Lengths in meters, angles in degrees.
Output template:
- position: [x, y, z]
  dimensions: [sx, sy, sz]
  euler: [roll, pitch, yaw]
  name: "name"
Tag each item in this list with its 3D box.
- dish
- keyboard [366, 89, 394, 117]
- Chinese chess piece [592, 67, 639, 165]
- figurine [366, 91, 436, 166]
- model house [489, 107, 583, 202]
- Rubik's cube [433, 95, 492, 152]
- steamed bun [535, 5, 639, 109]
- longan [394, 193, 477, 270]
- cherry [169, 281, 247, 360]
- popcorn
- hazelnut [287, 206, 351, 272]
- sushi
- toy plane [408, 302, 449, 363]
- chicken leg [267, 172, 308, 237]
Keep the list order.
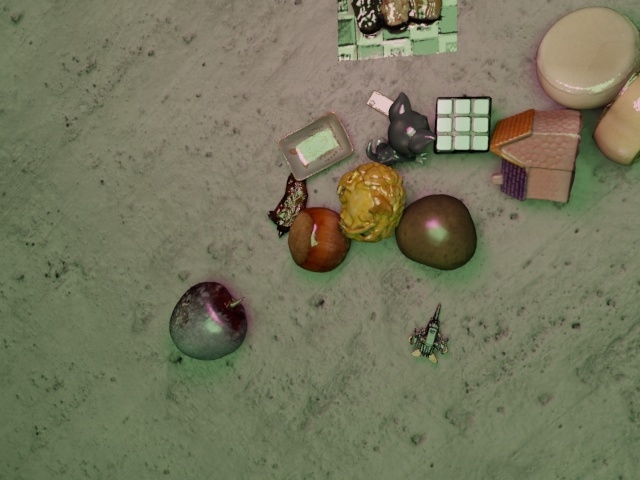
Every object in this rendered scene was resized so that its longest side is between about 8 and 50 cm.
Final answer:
- position: [-0.010, -0.299, 1.899]
  dimensions: [0.212, 0.077, 0.151]
  euler: [-27, 93, 12]
  name: "dish"
- position: [0.225, -0.408, 1.874]
  dimensions: [0.165, 0.017, 0.055]
  euler: [32, 97, 5]
  name: "keyboard"
- position: [0.889, -0.358, 1.597]
  dimensions: [0.338, 0.338, 0.140]
  euler: [-47, 68, 12]
  name: "Chinese chess piece"
- position: [0.222, -0.304, 1.802]
  dimensions: [0.265, 0.140, 0.193]
  euler: [-30, 68, 28]
  name: "figurine"
- position: [0.617, -0.255, 1.730]
  dimensions: [0.237, 0.202, 0.237]
  euler: [6, 130, 18]
  name: "model house"
- position: [0.418, -0.339, 1.772]
  dimensions: [0.163, 0.160, 0.162]
  euler: [0, 97, 10]
  name: "Rubik's cube"
- position: [0.754, -0.497, 1.673]
  dimensions: [0.282, 0.177, 0.283]
  euler: [-7, 75, 25]
  name: "steamed bun"
- position: [0.345, -0.022, 1.803]
  dimensions: [0.246, 0.215, 0.246]
  euler: [5, 98, 41]
  name: "longan"
- position: [-0.365, 0.267, 1.963]
  dimensions: [0.296, 0.218, 0.255]
  euler: [-39, 88, 23]
  name: "cherry"
- position: [0.149, -0.120, 1.787]
  dimensions: [0.189, 0.250, 0.250]
  euler: [11, 100, -24]
  name: "popcorn"
- position: [0.000, 0.000, 1.886]
  dimensions: [0.214, 0.176, 0.215]
  euler: [-4, 112, -11]
  name: "hazelnut"
- position: [0.226, -0.710, 1.795]
  dimensions: [0.372, 0.100, 0.297]
  euler: [0, 97, 10]
  name: "sushi"
- position: [0.357, 0.293, 1.908]
  dimensions: [0.130, 0.061, 0.189]
  euler: [16, 99, 9]
  name: "toy plane"
- position: [-0.098, -0.120, 1.945]
  dimensions: [0.105, 0.063, 0.234]
  euler: [29, 99, 1]
  name: "chicken leg"
